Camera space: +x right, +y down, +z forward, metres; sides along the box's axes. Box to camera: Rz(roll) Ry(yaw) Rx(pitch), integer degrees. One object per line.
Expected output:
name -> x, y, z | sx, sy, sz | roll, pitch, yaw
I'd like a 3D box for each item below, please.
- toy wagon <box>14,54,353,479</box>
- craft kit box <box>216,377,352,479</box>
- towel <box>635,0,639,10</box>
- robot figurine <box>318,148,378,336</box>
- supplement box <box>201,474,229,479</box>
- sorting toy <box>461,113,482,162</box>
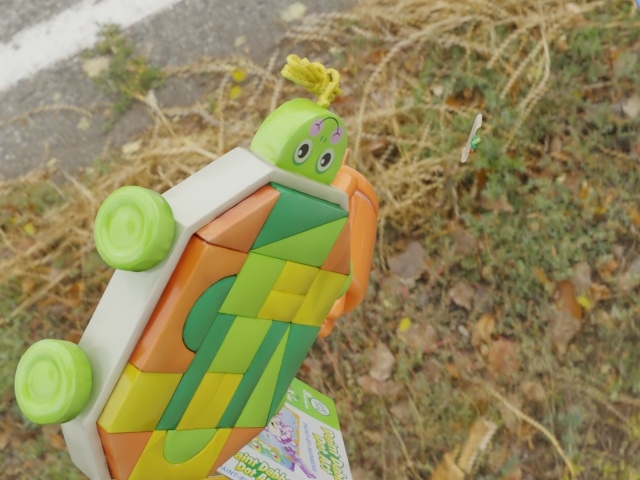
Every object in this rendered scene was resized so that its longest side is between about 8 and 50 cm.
toy wagon -> -0.065, 0.029, 0.769 | 0.068, 0.267, 0.344 | 34, 99, 30
craft kit box -> -0.079, 0.218, 1.253 | 0.061, 0.246, 0.250 | -49, 20, 13
towel -> 0.424, -0.326, 1.011 | 0.285, 0.034, 0.209 | -29, 75, 38
robot figurine -> 0.001, -0.001, 1.179 | 0.128, 0.158, 0.219 | -7, 51, 23
supplement box -> -0.067, 0.473, 1.251 | 0.195, 0.194, 0.356 | -5, 31, -10
sorting toy -> 0.219, -0.142, 1.477 | 0.012, 0.062, 0.083 | 20, 27, 0
